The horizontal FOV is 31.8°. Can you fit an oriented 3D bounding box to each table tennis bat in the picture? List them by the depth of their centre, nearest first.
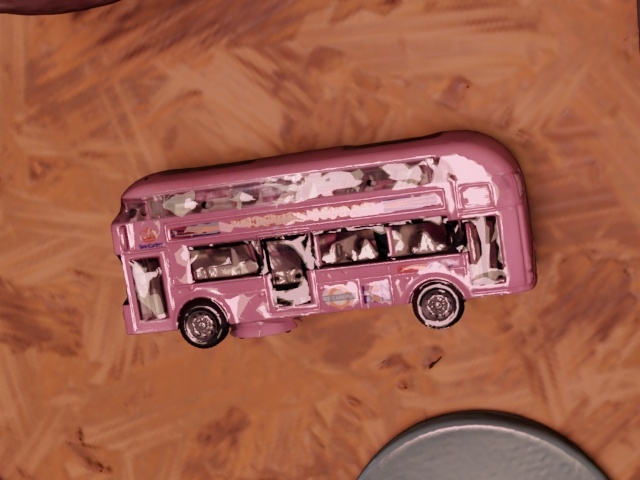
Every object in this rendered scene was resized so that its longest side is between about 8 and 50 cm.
[{"bbox_3d":[0.060,0.196,0.589,0.149,0.038,0.237,34,103,3],"label":"table tennis bat"}]

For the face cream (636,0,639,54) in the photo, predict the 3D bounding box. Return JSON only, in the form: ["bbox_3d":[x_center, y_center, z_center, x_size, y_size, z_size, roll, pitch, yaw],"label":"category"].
[{"bbox_3d":[0.196,-0.134,0.407,0.153,0.177,0.177,-3,102,12],"label":"face cream"}]

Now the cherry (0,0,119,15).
[{"bbox_3d":[-0.124,-0.228,0.444,0.307,0.221,0.261,40,100,16],"label":"cherry"}]

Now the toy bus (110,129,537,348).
[{"bbox_3d":[0.000,0.000,0.545,0.203,0.063,0.090,-8,98,13],"label":"toy bus"}]
